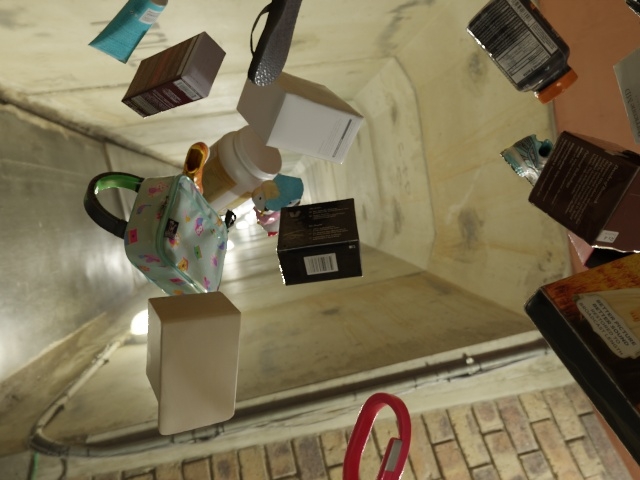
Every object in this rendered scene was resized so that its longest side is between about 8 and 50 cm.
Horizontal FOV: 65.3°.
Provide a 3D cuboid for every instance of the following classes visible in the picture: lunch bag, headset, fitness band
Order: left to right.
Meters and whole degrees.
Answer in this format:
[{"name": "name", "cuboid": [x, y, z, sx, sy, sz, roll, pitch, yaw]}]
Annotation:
[{"name": "headset", "cuboid": [-0.444, -0.086, 1.400, 0.185, 0.394, 0.243, -53, -156, 28]}, {"name": "lunch bag", "cuboid": [-0.304, -0.006, 1.103, 0.279, 0.108, 0.224, 66, 28, -55]}, {"name": "fitness band", "cuboid": [0.140, 0.534, 1.270, 0.291, 0.054, 0.209, -69, -161, 0]}]

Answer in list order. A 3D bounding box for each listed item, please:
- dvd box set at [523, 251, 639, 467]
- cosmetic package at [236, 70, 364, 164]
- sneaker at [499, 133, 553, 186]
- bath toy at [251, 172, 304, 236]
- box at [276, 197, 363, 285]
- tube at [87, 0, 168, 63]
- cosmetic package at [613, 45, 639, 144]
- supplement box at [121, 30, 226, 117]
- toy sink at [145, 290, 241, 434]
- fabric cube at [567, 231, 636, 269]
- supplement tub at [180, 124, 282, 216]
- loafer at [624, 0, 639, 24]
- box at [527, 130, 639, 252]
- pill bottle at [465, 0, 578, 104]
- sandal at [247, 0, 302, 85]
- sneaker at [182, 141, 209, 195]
[{"name": "dvd box set", "cuboid": [0.526, 0.135, 0.638, 0.062, 0.420, 0.307, 97, -27, -51]}, {"name": "cosmetic package", "cuboid": [-0.057, -0.314, 1.233, 0.138, 0.224, 0.224, -63, -141, 23]}, {"name": "sneaker", "cuboid": [0.666, -0.236, 1.512, 0.122, 0.283, 0.110, -42, -125, 29]}, {"name": "bath toy", "cuboid": [-0.150, -0.102, 1.595, 0.348, 0.151, 0.129, 133, -34, -73]}, {"name": "box", "cuboid": [0.000, 0.000, 0.998, 0.158, 0.156, 0.093, -91, 172, -54]}, {"name": "tube", "cuboid": [-0.370, -0.415, 0.969, 0.207, 0.080, 0.052, -24, -125, 39]}, {"name": "cosmetic package", "cuboid": [0.814, -0.367, 1.004, 0.385, 0.156, 0.217, 128, -45, -71]}, {"name": "supplement box", "cuboid": [-0.334, -0.367, 1.126, 0.073, 0.239, 0.130, 39, 58, -44]}, {"name": "toy sink", "cuboid": [-0.257, 0.234, 0.990, 0.131, 0.153, 0.234, 29, -63, 55]}, {"name": "fabric cube", "cuboid": [0.912, -0.030, 1.432, 0.258, 0.254, 0.259, -51, 162, -63]}, {"name": "supplement tub", "cuboid": [-0.310, -0.239, 1.745, 0.228, 0.316, 0.228, 35, 41, -37]}, {"name": "loafer", "cuboid": [0.894, -0.597, 1.326, 0.078, 0.076, 0.223, 103, -31, -62]}, {"name": "box", "cuboid": [0.573, -0.099, 1.005, 0.203, 0.168, 0.167, -120, -138, -55]}, {"name": "pill bottle", "cuboid": [0.437, -0.411, 1.069, 0.246, 0.130, 0.130, 48, -8, -4]}, {"name": "sandal", "cuboid": [-0.088, -0.414, 0.956, 0.097, 0.054, 0.254, 32, 76, -73]}, {"name": "sneaker", "cuboid": [-0.321, -0.159, 1.229, 0.067, 0.064, 0.175, -68, 173, -68]}]
